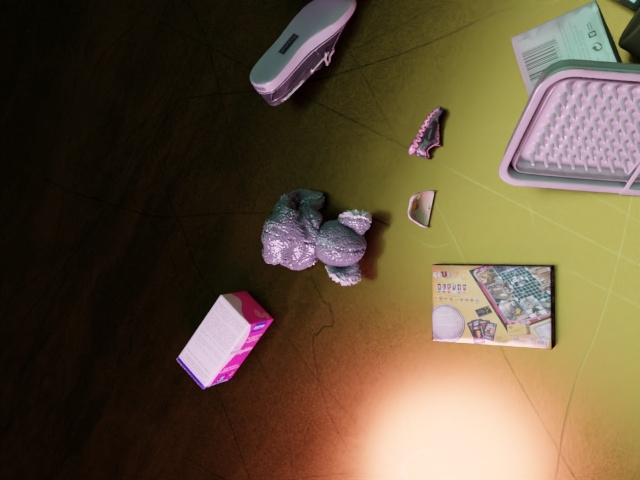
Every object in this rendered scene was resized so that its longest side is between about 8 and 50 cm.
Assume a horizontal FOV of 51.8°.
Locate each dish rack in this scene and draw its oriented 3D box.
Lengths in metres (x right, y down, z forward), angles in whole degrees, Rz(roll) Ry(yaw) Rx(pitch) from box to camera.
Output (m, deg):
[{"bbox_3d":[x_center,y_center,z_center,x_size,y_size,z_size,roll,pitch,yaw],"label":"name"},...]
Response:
[{"bbox_3d":[0.489,-0.193,1.111,0.333,0.285,0.072,3,58,-3],"label":"dish rack"}]

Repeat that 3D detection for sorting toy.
[{"bbox_3d":[0.206,-0.072,1.402,0.045,0.075,0.083,14,97,28],"label":"sorting toy"}]

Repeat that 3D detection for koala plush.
[{"bbox_3d":[0.000,0.000,1.466,0.221,0.203,0.196,16,100,15],"label":"koala plush"}]

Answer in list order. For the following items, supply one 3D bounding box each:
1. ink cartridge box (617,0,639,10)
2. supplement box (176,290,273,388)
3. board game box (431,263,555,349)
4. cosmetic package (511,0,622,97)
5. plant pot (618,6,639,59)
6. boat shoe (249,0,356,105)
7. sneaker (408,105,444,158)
[{"bbox_3d":[0.578,-0.498,1.201,0.088,0.052,0.122,42,111,21],"label":"ink cartridge box"},{"bbox_3d":[-0.237,0.243,1.632,0.114,0.111,0.220,42,110,21],"label":"supplement box"},{"bbox_3d":[0.350,0.130,1.347,0.243,0.042,0.165,0,91,29],"label":"board game box"},{"bbox_3d":[0.459,-0.310,1.195,0.151,0.184,0.151,-20,82,29],"label":"cosmetic package"},{"bbox_3d":[0.667,-0.370,1.070,0.229,0.263,0.263,35,108,4],"label":"plant pot"},{"bbox_3d":[-0.024,-0.433,1.502,0.113,0.105,0.306,35,83,35],"label":"boat shoe"},{"bbox_3d":[0.237,-0.228,1.405,0.057,0.047,0.119,30,108,5],"label":"sneaker"}]
